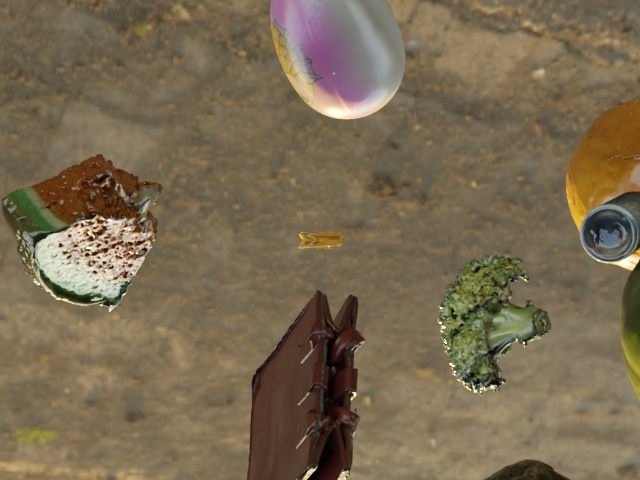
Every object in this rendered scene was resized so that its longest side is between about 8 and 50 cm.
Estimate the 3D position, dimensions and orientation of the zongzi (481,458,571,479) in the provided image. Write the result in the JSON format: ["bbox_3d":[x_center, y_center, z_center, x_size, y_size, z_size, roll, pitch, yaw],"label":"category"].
[{"bbox_3d":[0.308,0.479,1.221,0.208,0.432,0.403,-20,108,-10],"label":"zongzi"}]

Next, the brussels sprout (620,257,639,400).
[{"bbox_3d":[0.521,0.079,1.378,0.281,0.355,0.289,2,142,24],"label":"brussels sprout"}]

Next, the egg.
[{"bbox_3d":[0.024,-0.316,1.722,0.196,0.196,0.271,-15,111,15],"label":"egg"}]

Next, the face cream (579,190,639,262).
[{"bbox_3d":[0.399,-0.023,1.460,0.075,0.075,0.229,-26,176,27],"label":"face cream"}]

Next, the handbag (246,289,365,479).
[{"bbox_3d":[-0.026,0.235,1.461,0.084,0.260,0.275,14,141,-14],"label":"handbag"}]

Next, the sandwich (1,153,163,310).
[{"bbox_3d":[-0.330,-0.016,1.554,0.212,0.109,0.292,-50,159,10],"label":"sandwich"}]

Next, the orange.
[{"bbox_3d":[0.592,-0.085,1.914,0.340,0.340,0.293,-1,116,-5],"label":"orange"}]

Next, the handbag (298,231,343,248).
[{"bbox_3d":[0.000,0.000,1.750,0.061,0.027,0.083,0,-179,-13],"label":"handbag"}]

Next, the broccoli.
[{"bbox_3d":[0.141,0.070,0.926,0.092,0.097,0.095,0,119,31],"label":"broccoli"}]
